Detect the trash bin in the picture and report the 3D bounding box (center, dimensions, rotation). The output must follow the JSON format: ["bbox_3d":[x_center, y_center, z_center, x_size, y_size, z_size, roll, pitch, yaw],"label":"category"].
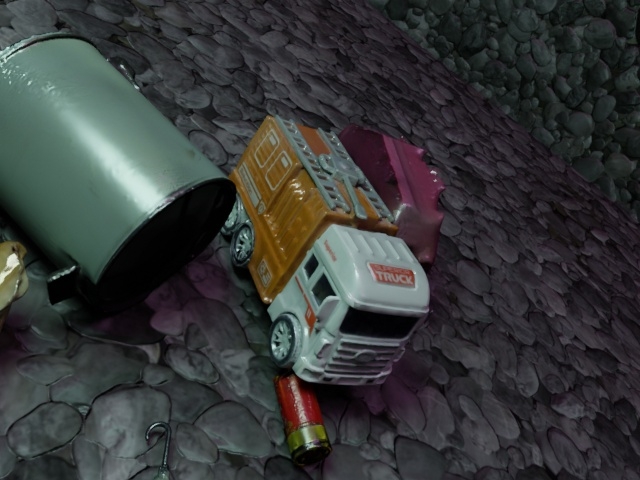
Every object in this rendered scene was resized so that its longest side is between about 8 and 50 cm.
[{"bbox_3d":[-0.268,-0.080,0.758,0.262,0.217,0.277,43,53,9],"label":"trash bin"}]

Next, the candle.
[{"bbox_3d":[-0.027,0.209,0.784,0.051,0.052,0.131,10,43,-34],"label":"candle"}]

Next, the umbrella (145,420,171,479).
[{"bbox_3d":[-0.153,0.291,0.592,0.044,0.044,0.269,-3,47,-7],"label":"umbrella"}]

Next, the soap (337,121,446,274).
[{"bbox_3d":[0.098,-0.058,1.062,0.127,0.220,0.325,8,45,-23],"label":"soap"}]

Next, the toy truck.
[{"bbox_3d":[0.000,0.000,0.880,0.173,0.207,0.388,10,36,-36],"label":"toy truck"}]

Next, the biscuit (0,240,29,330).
[{"bbox_3d":[-0.344,0.087,0.612,0.118,0.061,0.183,-3,59,7],"label":"biscuit"}]
